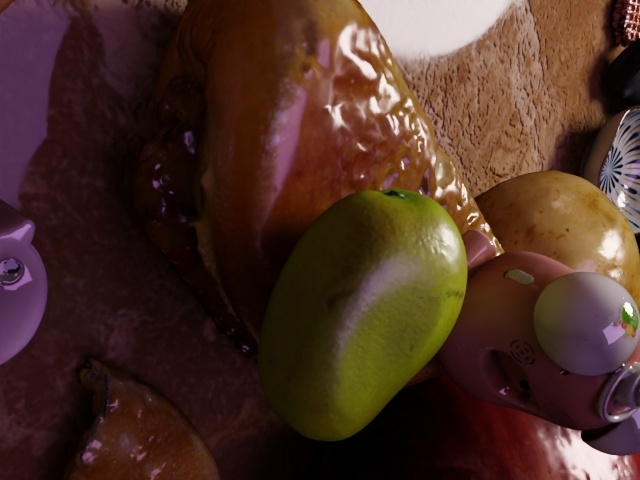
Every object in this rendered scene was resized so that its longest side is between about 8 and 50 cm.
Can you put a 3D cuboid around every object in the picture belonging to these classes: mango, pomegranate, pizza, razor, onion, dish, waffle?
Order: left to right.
[{"bbox_3d":[-0.148,0.217,0.636,0.134,0.056,0.271,-44,127,-25],"label":"pizza"},{"bbox_3d":[0.025,0.042,0.460,0.163,0.089,0.117,-52,131,-16],"label":"mango"},{"bbox_3d":[0.130,0.272,0.713,0.341,0.341,0.341,-12,110,-37],"label":"onion"},{"bbox_3d":[0.234,0.036,0.819,0.215,0.215,0.215,-12,110,-37],"label":"pomegranate"},{"bbox_3d":[0.399,-0.095,1.001,0.191,0.066,0.190,-10,107,-37],"label":"dish"},{"bbox_3d":[0.412,-0.295,0.980,0.083,0.029,0.075,-45,128,-20],"label":"waffle"},{"bbox_3d":[0.446,-0.212,0.999,0.148,0.054,0.090,15,122,-43],"label":"razor"}]

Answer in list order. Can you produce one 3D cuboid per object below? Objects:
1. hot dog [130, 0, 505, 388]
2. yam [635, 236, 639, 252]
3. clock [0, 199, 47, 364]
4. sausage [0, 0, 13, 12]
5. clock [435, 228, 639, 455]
[{"bbox_3d":[-0.001,-0.001,0.612,0.223,0.185,0.405,-52,129,-16],"label":"hot dog"},{"bbox_3d":[0.609,-0.067,1.107,0.300,0.195,0.195,-48,128,-20],"label":"yam"},{"bbox_3d":[-0.322,0.077,0.436,0.275,0.080,0.290,15,93,-41],"label":"clock"},{"bbox_3d":[-0.134,-0.329,0.470,0.094,0.094,0.418,30,82,-19],"label":"sausage"},{"bbox_3d":[0.162,0.082,0.546,0.093,0.162,0.166,-46,127,-19],"label":"clock"}]
